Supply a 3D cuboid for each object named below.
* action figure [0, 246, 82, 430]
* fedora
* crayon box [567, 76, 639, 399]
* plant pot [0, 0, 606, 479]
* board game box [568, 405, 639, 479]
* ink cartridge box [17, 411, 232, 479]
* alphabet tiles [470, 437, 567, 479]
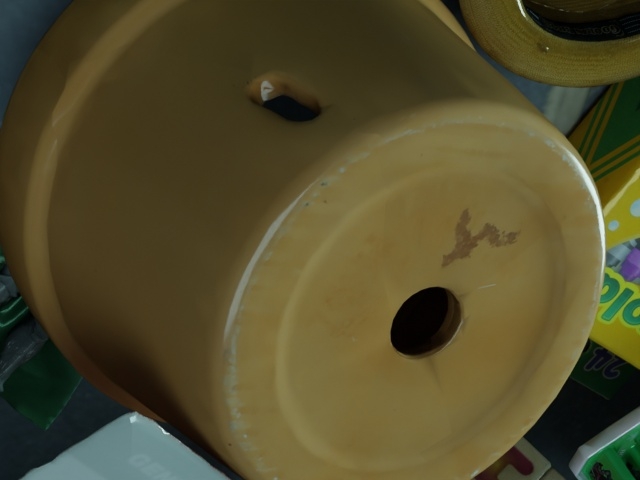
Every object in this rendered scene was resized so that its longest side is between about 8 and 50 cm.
[{"bbox_3d":[-0.149,0.007,0.565,0.137,0.063,0.232,39,99,-26],"label":"action figure"},{"bbox_3d":[0.160,-0.179,0.522,0.194,0.079,0.194,-8,133,-9],"label":"fedora"},{"bbox_3d":[0.262,-0.018,0.644,0.203,0.083,0.323,30,108,-26],"label":"crayon box"},{"bbox_3d":[0.000,0.000,0.477,0.291,0.203,0.291,-12,118,-24],"label":"plant pot"},{"bbox_3d":[0.420,0.154,0.742,0.390,0.050,0.390,-35,136,5],"label":"board game box"},{"bbox_3d":[-0.150,0.223,0.523,0.385,0.091,0.308,-31,127,16],"label":"ink cartridge box"},{"bbox_3d":[0.105,0.297,0.638,0.285,0.342,0.011,-44,156,-6],"label":"alphabet tiles"}]
